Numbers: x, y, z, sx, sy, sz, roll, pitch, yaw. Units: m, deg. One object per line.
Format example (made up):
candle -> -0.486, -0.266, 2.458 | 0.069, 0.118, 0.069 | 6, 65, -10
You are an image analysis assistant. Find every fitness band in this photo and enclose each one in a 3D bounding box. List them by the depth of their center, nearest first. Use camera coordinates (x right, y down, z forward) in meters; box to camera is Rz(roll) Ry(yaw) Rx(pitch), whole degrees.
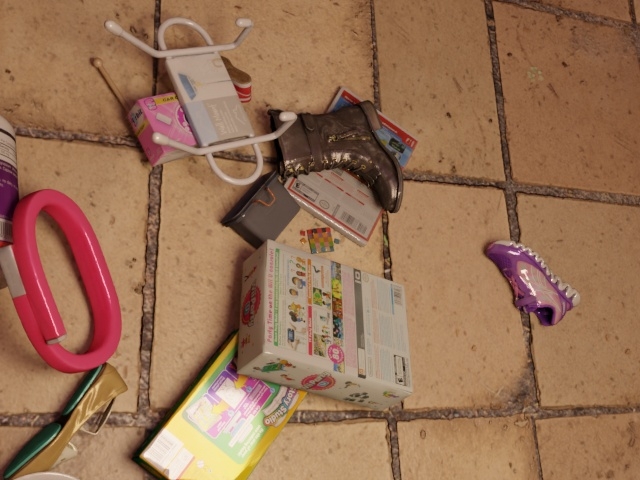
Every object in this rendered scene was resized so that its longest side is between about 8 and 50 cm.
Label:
fitness band -> -0.398, 0.063, 1.162 | 0.054, 0.209, 0.291 | -16, 96, 15

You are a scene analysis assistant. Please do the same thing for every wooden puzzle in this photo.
wooden puzzle -> 0.000, 0.000, 1.459 | 0.083, 0.006, 0.049 | -6, 77, -24

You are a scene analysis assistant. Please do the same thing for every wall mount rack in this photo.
wall mount rack -> -0.214, -0.265, 1.291 | 0.304, 0.130, 0.350 | -18, 79, -37

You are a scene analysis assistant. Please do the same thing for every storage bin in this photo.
storage bin -> -0.102, -0.053, 1.390 | 0.091, 0.098, 0.135 | 45, 62, -16

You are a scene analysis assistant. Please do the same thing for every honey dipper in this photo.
honey dipper -> -0.371, -0.269, 1.369 | 0.030, 0.030, 0.161 | -31, 89, -27

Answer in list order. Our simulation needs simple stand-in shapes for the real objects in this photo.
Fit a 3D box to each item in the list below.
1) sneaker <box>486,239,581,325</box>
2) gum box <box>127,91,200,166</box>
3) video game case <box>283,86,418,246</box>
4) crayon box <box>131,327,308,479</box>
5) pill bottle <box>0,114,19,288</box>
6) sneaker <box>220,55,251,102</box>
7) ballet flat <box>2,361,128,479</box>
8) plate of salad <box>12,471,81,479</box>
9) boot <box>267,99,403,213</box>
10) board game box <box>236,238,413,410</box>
sneaker -> 0.440, 0.096, 1.573 | 0.236, 0.095, 0.105 | 40, 71, -9
gum box -> -0.244, -0.217, 1.373 | 0.188, 0.062, 0.107 | -23, 84, -40
video game case -> 0.065, -0.155, 1.524 | 0.204, 0.025, 0.285 | 33, 65, -10
crayon box -> -0.161, 0.304, 1.257 | 0.165, 0.081, 0.278 | 42, 63, -7
pill bottle -> -0.564, -0.085, 1.149 | 0.181, 0.181, 0.323 | -3, 75, -24
sneaker -> -0.179, -0.315, 1.466 | 0.042, 0.067, 0.118 | -37, 60, -25
ballet flat -> -0.391, 0.299, 1.167 | 0.073, 0.080, 0.232 | 47, 63, -19
plate of salad -> -0.418, 0.446, 1.101 | 0.199, 0.048, 0.200 | -1, 93, -28
boot -> 0.024, -0.152, 1.455 | 0.228, 0.091, 0.263 | -16, 77, -20
board game box -> 0.011, 0.152, 1.314 | 0.303, 0.097, 0.224 | 21, 49, -27
